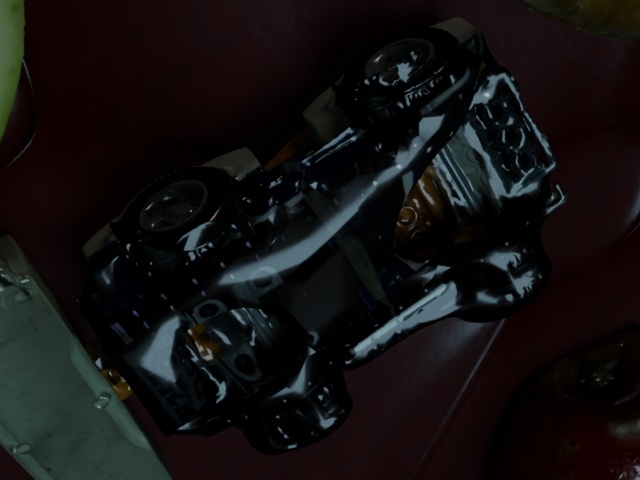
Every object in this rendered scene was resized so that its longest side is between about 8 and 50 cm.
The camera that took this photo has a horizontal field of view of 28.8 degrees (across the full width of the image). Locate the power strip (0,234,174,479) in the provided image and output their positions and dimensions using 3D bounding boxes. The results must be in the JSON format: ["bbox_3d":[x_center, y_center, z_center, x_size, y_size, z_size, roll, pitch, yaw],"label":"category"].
[{"bbox_3d":[-0.164,0.105,0.780,0.080,0.048,0.286,-29,136,-4],"label":"power strip"}]

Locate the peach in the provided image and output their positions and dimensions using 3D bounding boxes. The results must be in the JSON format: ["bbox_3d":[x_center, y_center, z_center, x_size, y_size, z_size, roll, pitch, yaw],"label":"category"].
[{"bbox_3d":[0.230,0.227,1.059,0.154,0.159,0.267,-9,132,-18],"label":"peach"}]

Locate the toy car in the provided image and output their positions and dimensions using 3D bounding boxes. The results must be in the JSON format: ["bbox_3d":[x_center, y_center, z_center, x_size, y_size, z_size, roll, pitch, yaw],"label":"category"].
[{"bbox_3d":[-0.002,0.000,0.744,0.301,0.118,0.193,-32,127,-4],"label":"toy car"}]

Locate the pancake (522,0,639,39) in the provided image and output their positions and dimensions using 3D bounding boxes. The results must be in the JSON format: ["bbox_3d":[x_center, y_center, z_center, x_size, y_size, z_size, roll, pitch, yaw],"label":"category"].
[{"bbox_3d":[0.263,-0.189,0.674,0.356,0.065,0.356,-8,168,-2],"label":"pancake"}]

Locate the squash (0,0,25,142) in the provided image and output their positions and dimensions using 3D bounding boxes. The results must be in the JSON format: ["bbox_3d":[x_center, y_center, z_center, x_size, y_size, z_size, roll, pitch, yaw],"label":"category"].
[{"bbox_3d":[-0.235,-0.074,0.531,0.252,0.049,0.252,-36,139,-38],"label":"squash"}]
